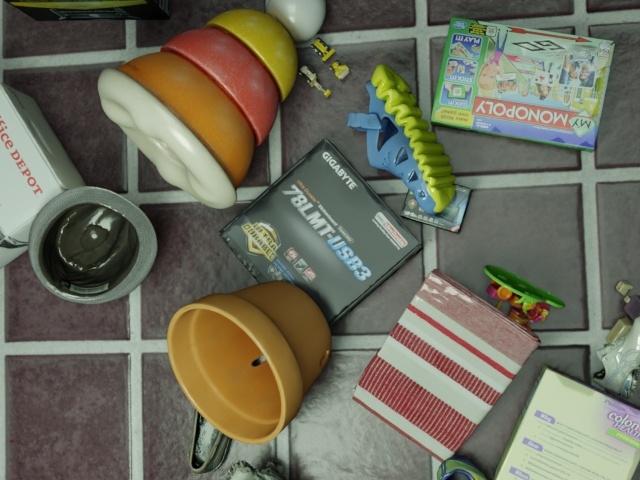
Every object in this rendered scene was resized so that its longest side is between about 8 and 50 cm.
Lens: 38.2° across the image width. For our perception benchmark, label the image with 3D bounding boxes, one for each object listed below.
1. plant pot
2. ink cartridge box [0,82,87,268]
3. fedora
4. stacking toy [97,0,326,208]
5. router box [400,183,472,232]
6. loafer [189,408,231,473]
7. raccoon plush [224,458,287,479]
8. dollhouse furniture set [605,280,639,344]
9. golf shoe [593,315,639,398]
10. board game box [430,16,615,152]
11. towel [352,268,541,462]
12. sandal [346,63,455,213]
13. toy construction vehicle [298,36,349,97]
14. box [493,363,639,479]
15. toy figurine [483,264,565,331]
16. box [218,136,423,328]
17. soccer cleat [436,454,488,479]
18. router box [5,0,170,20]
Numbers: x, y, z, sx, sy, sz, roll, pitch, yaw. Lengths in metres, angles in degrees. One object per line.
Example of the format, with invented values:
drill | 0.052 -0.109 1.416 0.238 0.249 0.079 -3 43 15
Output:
plant pot | -0.115 0.205 1.739 0.291 0.203 0.290 22 128 32
ink cartridge box | -0.717 -0.095 1.924 0.395 0.166 0.285 -34 82 7
fedora | -0.454 -0.006 1.867 0.244 0.124 0.275 28 112 -15
stacking toy | -0.157 -0.330 1.804 0.351 0.350 0.480 42 78 10
router box | 0.228 -0.073 1.817 0.123 0.038 0.092 17 89 11
loafer | -0.207 0.336 1.846 0.096 0.084 0.267 10 88 11
raccoon plush | -0.229 0.593 1.785 0.447 0.216 0.299 -12 77 10
dollhouse furniture set | 0.589 0.150 1.754 0.081 0.091 0.114 15 117 -28
golf shoe | 0.552 0.208 1.698 0.086 0.069 0.176 18 119 18
board game box | 0.390 -0.304 1.799 0.317 0.046 0.213 11 88 11
towel | 0.229 0.241 1.748 0.237 0.037 0.329 35 115 10
sandal | 0.151 -0.180 1.789 0.138 0.126 0.317 -36 64 25
toy construction vehicle | 0.004 -0.350 1.881 0.098 0.035 0.086 42 83 7
box | 0.464 0.384 1.706 0.214 0.117 0.242 24 92 11
toy figurine | 0.354 0.154 1.761 0.173 0.130 0.159 22 105 -13
box | 0.000 0.000 1.839 0.293 0.073 0.295 -41 81 6
soccer cleat | 0.323 0.525 1.715 0.093 0.121 0.289 -46 79 15
router box | -0.488 -0.517 1.872 0.309 0.243 0.081 2 87 10
